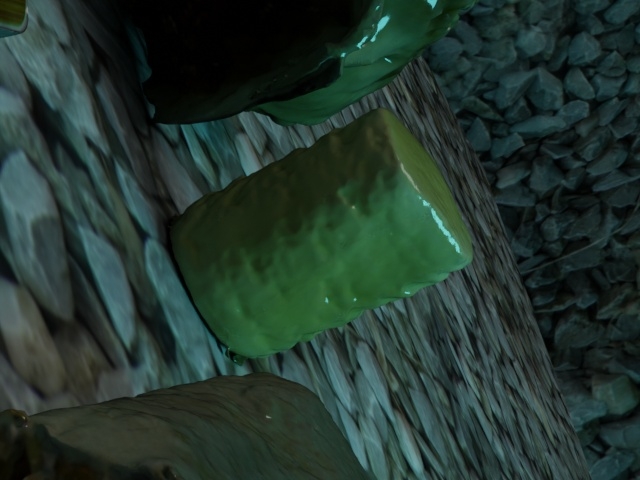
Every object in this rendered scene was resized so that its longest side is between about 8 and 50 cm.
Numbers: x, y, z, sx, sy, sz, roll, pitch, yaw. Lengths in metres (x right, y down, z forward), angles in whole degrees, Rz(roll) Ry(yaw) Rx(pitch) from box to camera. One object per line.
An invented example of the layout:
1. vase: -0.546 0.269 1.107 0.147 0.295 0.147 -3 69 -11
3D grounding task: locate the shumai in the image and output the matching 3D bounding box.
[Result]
1. shumai: -0.029 -0.160 1.206 0.292 0.330 0.288 22 50 -17

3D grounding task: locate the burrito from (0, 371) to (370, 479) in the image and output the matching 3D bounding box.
1. burrito: -0.050 0.127 0.742 0.143 0.105 0.299 63 12 9

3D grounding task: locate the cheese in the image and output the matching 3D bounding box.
1. cheese: 0.000 0.000 1.083 0.123 0.167 0.094 57 18 -27

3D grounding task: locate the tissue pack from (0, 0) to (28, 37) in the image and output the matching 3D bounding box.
1. tissue pack: -0.195 -0.124 0.438 0.246 0.136 0.159 -9 86 -78
